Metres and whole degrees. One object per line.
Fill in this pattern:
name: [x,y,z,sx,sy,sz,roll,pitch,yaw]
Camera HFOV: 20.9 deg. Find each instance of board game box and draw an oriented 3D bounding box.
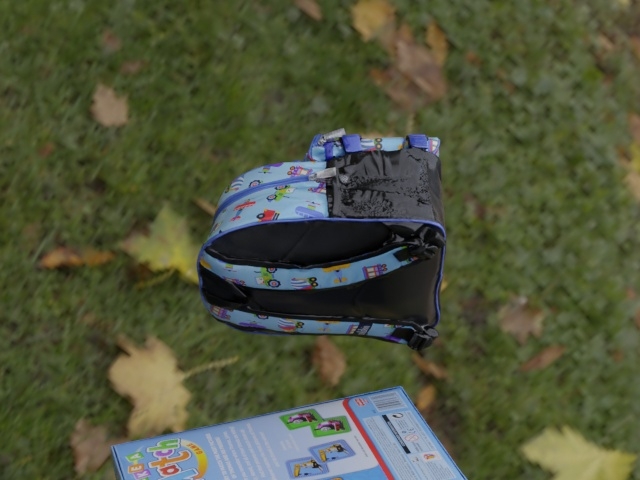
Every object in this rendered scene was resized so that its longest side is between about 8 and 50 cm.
board game box: [-0.023,0.163,1.151,0.211,0.039,0.160,-10,22,-11]

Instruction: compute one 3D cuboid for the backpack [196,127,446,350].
backpack: [0.000,0.000,1.236,0.173,0.158,0.117,-2,55,1]
